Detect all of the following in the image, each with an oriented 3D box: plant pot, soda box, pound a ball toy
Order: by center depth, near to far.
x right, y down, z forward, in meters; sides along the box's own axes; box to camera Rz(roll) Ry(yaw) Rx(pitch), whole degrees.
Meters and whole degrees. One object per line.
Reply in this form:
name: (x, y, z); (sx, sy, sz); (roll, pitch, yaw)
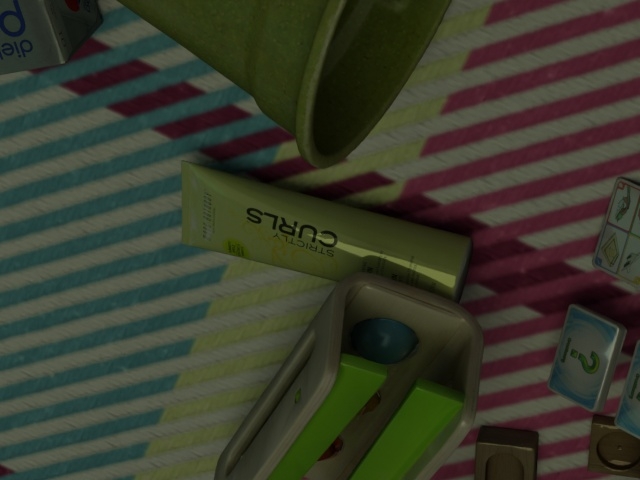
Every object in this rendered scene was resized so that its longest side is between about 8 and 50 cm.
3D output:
plant pot: (-0.048, -0.227, 1.287); (0.254, 0.276, 0.276); (27, 122, 13)
soda box: (-0.325, -0.176, 1.467); (0.286, 0.091, 0.098); (-7, 116, 18)
pound a ball toy: (0.045, 0.172, 1.533); (0.208, 0.135, 0.319); (19, 139, -12)

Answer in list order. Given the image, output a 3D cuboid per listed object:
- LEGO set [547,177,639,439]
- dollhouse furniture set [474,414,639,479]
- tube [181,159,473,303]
LEGO set: (0.265, 0.043, 1.395); (0.182, 0.060, 0.244); (28, 114, 35)
dollhouse furniture set: (0.195, 0.231, 1.532); (0.151, 0.123, 0.144); (6, 119, 12)
tube: (0.000, 0.000, 1.498); (0.240, 0.062, 0.070); (15, 93, 11)
